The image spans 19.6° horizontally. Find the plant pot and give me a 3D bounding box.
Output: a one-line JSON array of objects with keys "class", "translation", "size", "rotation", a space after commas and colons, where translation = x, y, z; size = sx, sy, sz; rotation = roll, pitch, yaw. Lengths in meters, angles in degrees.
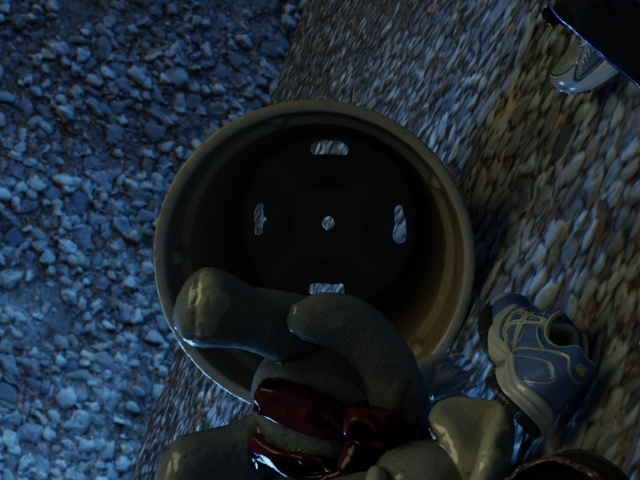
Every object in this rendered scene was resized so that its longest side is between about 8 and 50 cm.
[{"class": "plant pot", "translation": [0.000, 0.000, 2.052], "size": [0.334, 0.333, 0.305], "rotation": [-63, 1, 8]}]

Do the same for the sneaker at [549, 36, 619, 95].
[{"class": "sneaker", "translation": [0.279, -0.239, 1.763], "size": [0.225, 0.092, 0.088], "rotation": [-59, 13, 28]}]

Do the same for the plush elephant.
[{"class": "plush elephant", "translation": [0.033, 0.197, 1.640], "size": [0.255, 0.330, 0.272], "rotation": [-120, 39, -49]}]

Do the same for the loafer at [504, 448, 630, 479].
[{"class": "loafer", "translation": [0.093, 0.290, 1.229], "size": [0.366, 0.133, 0.130], "rotation": [-53, -27, -12]}]

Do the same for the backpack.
[{"class": "backpack", "translation": [0.289, -0.218, 1.564], "size": [0.117, 0.158, 0.173], "rotation": [-41, 14, 44]}]

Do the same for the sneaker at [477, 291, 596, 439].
[{"class": "sneaker", "translation": [0.189, 0.094, 1.578], "size": [0.081, 0.080, 0.211], "rotation": [-40, 19, 12]}]
